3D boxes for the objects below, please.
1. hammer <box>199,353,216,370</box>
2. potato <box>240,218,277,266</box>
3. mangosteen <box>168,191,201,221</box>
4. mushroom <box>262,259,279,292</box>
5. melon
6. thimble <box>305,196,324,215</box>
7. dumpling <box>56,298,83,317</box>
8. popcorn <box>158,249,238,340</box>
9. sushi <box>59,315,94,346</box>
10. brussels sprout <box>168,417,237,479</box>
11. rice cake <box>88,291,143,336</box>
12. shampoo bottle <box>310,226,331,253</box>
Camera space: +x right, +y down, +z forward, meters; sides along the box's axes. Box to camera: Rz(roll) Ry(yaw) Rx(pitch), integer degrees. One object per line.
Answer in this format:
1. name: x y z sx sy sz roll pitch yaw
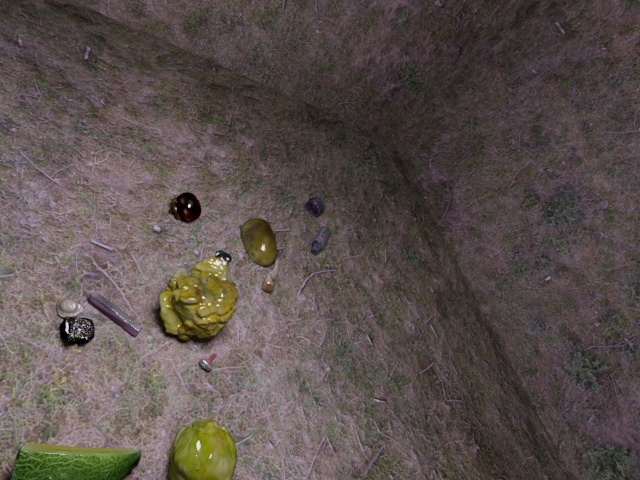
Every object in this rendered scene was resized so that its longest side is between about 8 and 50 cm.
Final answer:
1. hammer: -0.400 0.433 1.592 0.052 0.031 0.083 47 25 -1
2. potato: -0.276 -0.012 2.098 0.160 0.111 0.272 11 47 -40
3. mangosteen: -0.593 -0.142 1.924 0.140 0.140 0.140 26 39 -23
4. mushroom: -0.218 0.159 2.023 0.054 0.059 0.202 22 34 -3
5. melon: -0.609 0.589 1.123 0.323 0.196 0.124 16 16 -39
6. thimble: -0.033 -0.195 2.545 0.066 0.095 0.104 -48 127 -46
7. dumpling: -0.802 0.217 1.402 0.077 0.043 0.059 35 58 -18
8. popcorn: -0.444 0.216 1.588 0.293 0.237 0.293 27 41 -27
9. sushi: -0.753 0.286 1.370 0.083 0.056 0.085 11 45 -48
10. brussels sprout: -0.343 0.646 1.308 0.223 0.161 0.223 22 48 -27
11. rice cake: -0.689 0.246 1.481 0.206 0.047 0.036 41 20 -8
12. shampoo bottle: 0.000 0.000 2.395 0.072 0.072 0.214 39 35 -7
